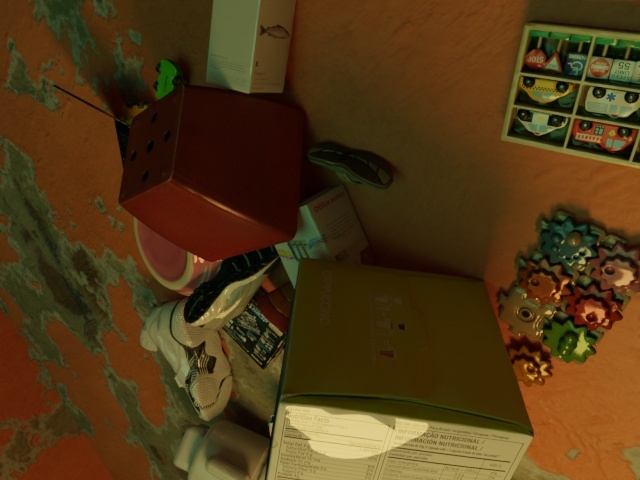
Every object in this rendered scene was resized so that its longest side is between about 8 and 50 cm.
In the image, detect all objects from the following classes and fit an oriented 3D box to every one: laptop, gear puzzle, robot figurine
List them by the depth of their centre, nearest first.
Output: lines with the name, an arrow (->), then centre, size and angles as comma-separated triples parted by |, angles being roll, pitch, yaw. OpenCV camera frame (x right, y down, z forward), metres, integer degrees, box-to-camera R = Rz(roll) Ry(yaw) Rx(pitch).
gear puzzle -> 0.378, 0.121, 0.898 | 0.175, 0.044, 0.339 | 31, 129, 21
laptop -> -0.518, -0.231, 1.285 | 0.234, 0.137, 0.264 | 31, 129, 58
robot figurine -> -0.218, 0.624, 1.501 | 0.354, 0.199, 0.300 | 20, 170, 12

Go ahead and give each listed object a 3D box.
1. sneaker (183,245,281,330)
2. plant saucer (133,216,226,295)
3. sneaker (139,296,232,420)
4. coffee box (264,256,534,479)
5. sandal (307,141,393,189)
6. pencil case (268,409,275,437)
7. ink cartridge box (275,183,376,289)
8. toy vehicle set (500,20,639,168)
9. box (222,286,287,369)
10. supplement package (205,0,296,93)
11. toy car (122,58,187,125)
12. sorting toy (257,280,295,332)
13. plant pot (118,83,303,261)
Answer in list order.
sneaker -> -0.187, 0.103, 1.253 | 0.271, 0.108, 0.100 | -41, 45, 9
plant saucer -> -0.354, -0.009, 1.338 | 0.332, 0.084, 0.332 | 18, 118, 39
sneaker -> -0.377, 0.320, 1.537 | 0.210, 0.137, 0.365 | 3, 110, 39
coffee box -> 0.096, 0.267, 0.912 | 0.338, 0.337, 0.334 | 8, 123, -2
sandal -> 0.055, -0.131, 1.003 | 0.180, 0.072, 0.049 | 23, 141, 28
pencil case -> 0.003, 0.468, 1.328 | 0.273, 0.113, 0.124 | -1, 134, 37
ink cartridge box -> 0.000, 0.000, 1.070 | 0.127, 0.128, 0.176 | -15, 103, 42
toy vehicle set -> 0.390, -0.190, 0.728 | 0.267, 0.035, 0.166 | 19, 123, 29
box -> -0.174, 0.192, 1.361 | 0.220, 0.051, 0.175 | 42, 132, 12
supplement package -> -0.122, -0.359, 0.968 | 0.105, 0.105, 0.179 | 22, 114, 27
toy car -> -0.338, -0.300, 1.225 | 0.239, 0.053, 0.225 | 38, 131, 15
sorting toy -> 0.035, 0.201, 1.194 | 0.365, 0.127, 0.126 | 40, 102, 11
plant pot -> -0.211, -0.132, 1.012 | 0.267, 0.236, 0.267 | -14, 66, 41
